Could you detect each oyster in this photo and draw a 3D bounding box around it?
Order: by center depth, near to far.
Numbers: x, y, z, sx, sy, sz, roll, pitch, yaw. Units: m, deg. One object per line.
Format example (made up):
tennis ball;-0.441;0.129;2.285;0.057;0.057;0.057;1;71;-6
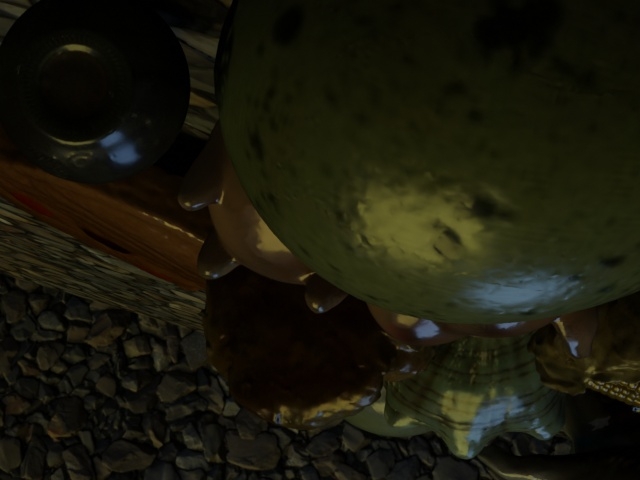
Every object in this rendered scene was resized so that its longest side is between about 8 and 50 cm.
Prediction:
oyster;0.258;0.044;0.887;0.232;0.161;0.107;4;131;54

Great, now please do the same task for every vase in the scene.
vase;-0.138;-0.100;0.802;0.120;0.120;0.183;17;-173;0

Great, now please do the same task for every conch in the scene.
conch;0.155;0.098;1.084;0.203;0.170;0.386;-18;169;-18

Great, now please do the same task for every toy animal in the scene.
toy animal;0.049;-0.021;0.741;0.250;0.154;0.166;19;148;20
toy animal;0.384;0.229;1.368;0.344;0.303;0.194;40;171;17

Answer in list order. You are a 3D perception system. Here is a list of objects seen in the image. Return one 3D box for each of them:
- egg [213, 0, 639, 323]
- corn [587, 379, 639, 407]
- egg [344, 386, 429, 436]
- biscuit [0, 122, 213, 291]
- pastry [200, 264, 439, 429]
egg;0.074;-0.056;0.463;0.228;0.177;0.177;4;172;-10
corn;0.312;0.115;1.193;0.261;0.097;0.097;20;170;5
egg;0.073;0.121;1.357;0.183;0.183;0.217;21;170;-21
biscuit;-0.200;-0.026;1.250;0.349;0.078;0.455;36;166;-35
pastry;0.001;0.035;0.988;0.218;0.229;0.100;-29;154;20
